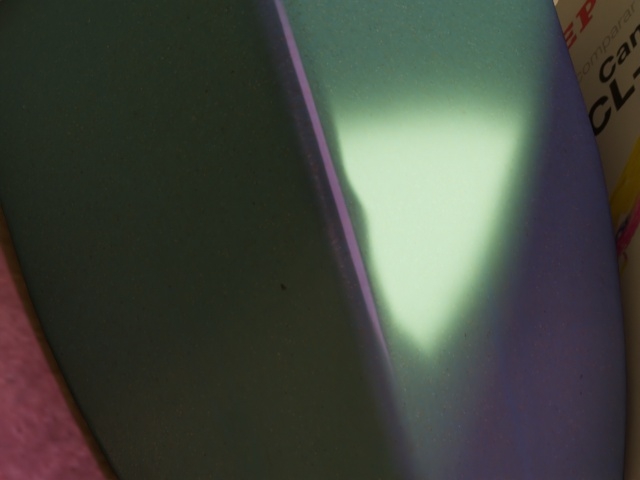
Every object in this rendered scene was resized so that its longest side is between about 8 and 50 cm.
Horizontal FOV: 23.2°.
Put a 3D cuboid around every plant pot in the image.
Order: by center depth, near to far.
[{"bbox_3d":[0.000,0.000,0.551,0.166,0.165,0.234,8,55,-42],"label":"plant pot"}]

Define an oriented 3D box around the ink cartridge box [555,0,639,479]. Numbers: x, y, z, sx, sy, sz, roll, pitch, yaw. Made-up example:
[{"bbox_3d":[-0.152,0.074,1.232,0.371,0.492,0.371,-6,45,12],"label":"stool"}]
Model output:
[{"bbox_3d":[0.153,0.036,0.602,0.131,0.226,0.306,16,40,-21],"label":"ink cartridge box"}]
